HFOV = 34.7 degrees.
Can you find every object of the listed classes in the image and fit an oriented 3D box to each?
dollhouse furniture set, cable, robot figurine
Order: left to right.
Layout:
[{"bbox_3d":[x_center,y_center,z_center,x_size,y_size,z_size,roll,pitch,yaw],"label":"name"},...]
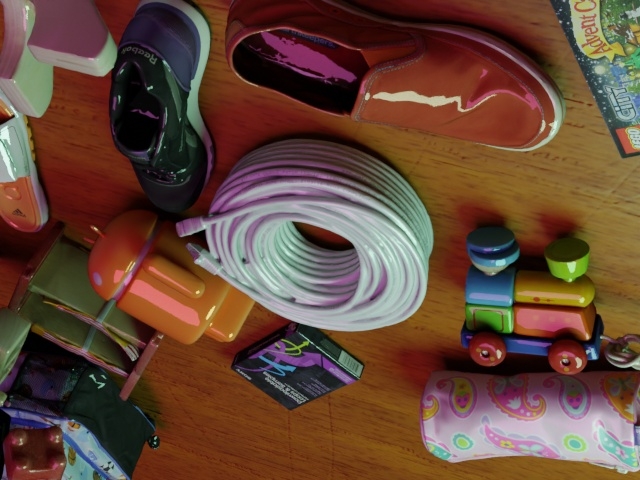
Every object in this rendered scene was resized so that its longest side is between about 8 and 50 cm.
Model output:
[{"bbox_3d":[-0.342,0.176,1.285,0.201,0.374,0.152,30,135,-6],"label":"dollhouse furniture set"},{"bbox_3d":[-0.191,0.045,1.260,0.219,0.158,0.128,31,117,-11],"label":"robot figurine"},{"bbox_3d":[0.000,0.000,1.156,0.257,0.089,0.257,41,135,-23],"label":"cable"}]

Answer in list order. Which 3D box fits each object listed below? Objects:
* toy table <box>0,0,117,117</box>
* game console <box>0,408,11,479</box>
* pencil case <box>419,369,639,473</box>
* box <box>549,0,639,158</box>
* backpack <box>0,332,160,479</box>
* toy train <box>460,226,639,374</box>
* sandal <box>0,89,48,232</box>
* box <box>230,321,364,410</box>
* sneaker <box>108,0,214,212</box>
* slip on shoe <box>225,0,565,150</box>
[{"bbox_3d":[-0.272,-0.243,0.921,0.274,0.160,0.252,9,155,25],"label":"toy table"},{"bbox_3d":[-0.470,0.144,1.322,0.044,0.361,0.213,-15,142,16],"label":"game console"},{"bbox_3d":[0.267,0.217,1.248,0.284,0.124,0.124,-3,134,28],"label":"pencil case"},{"bbox_3d":[0.293,-0.181,0.858,0.159,0.044,0.233,-12,129,33],"label":"box"},{"bbox_3d":[-0.420,0.274,1.567,0.263,0.213,0.276,13,143,27],"label":"backpack"},{"bbox_3d":[0.274,0.060,1.101,0.248,0.105,0.143,4,123,21],"label":"toy train"},{"bbox_3d":[-0.399,-0.087,1.247,0.102,0.076,0.265,8,138,16],"label":"sandal"},{"bbox_3d":[-0.034,0.173,1.406,0.116,0.029,0.162,38,138,-18],"label":"box"},{"bbox_3d":[-0.184,-0.114,1.084,0.107,0.124,0.283,15,139,9],"label":"sneaker"},{"bbox_3d":[0.063,-0.149,0.955,0.331,0.101,0.123,19,138,2],"label":"slip on shoe"}]
